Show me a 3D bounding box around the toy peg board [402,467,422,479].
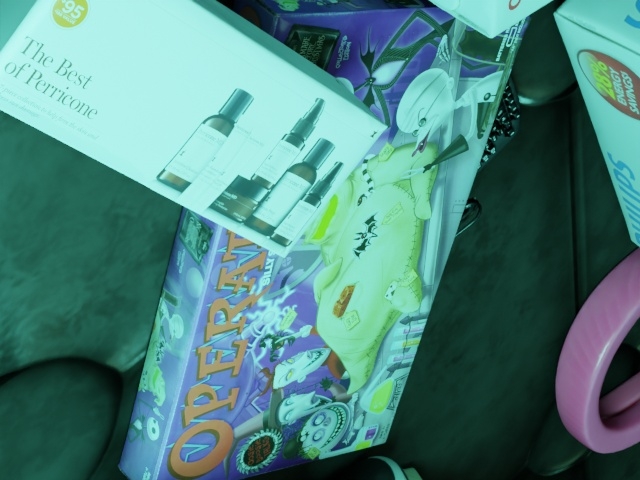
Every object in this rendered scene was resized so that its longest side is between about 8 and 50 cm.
[{"bbox_3d":[0.115,0.292,1.438,0.079,0.161,0.161,-5,126,-26],"label":"toy peg board"}]

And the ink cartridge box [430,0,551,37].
[{"bbox_3d":[0.114,-0.226,1.007,0.176,0.127,0.128,-33,143,-29],"label":"ink cartridge box"}]

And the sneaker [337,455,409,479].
[{"bbox_3d":[-0.017,0.225,1.296,0.097,0.084,0.235,53,49,-16],"label":"sneaker"}]

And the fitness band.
[{"bbox_3d":[0.318,0.077,1.614,0.291,0.054,0.209,-32,141,-33],"label":"fitness band"}]

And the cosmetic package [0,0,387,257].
[{"bbox_3d":[-0.076,-0.079,0.917,0.239,0.060,0.099,28,102,-46],"label":"cosmetic package"}]

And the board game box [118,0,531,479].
[{"bbox_3d":[0.000,0.000,1.126,0.208,0.056,0.347,-6,125,-35],"label":"board game box"}]

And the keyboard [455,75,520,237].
[{"bbox_3d":[0.081,-0.027,1.233,0.192,0.038,0.100,-44,146,-13],"label":"keyboard"}]

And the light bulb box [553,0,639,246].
[{"bbox_3d":[0.403,-0.157,1.347,0.361,0.225,0.358,-49,147,-10],"label":"light bulb box"}]
